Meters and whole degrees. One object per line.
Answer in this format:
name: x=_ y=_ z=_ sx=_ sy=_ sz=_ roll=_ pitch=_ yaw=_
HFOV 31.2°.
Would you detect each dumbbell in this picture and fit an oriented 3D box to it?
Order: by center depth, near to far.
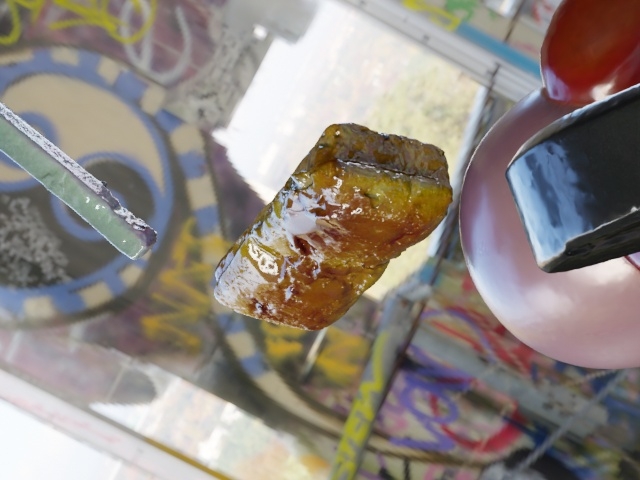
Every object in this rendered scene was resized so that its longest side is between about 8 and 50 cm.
dumbbell: x=0.184 y=0.040 z=0.493 sx=0.152 sy=0.152 sz=0.218 roll=134 pitch=120 yaw=-71

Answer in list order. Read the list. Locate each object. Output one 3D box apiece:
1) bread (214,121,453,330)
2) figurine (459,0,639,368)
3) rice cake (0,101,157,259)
bread: x=0.000 y=-0.002 z=0.981 sx=0.271 sy=0.139 sz=0.077 roll=135 pitch=141 yaw=-53
figurine: x=0.202 y=-0.025 z=0.824 sx=0.261 sy=0.211 sz=0.270 roll=59 pitch=-165 yaw=-56
rice cake: x=-0.306 y=-0.080 z=1.359 sx=0.051 sy=0.290 sz=0.081 roll=-51 pitch=-9 yaw=2
